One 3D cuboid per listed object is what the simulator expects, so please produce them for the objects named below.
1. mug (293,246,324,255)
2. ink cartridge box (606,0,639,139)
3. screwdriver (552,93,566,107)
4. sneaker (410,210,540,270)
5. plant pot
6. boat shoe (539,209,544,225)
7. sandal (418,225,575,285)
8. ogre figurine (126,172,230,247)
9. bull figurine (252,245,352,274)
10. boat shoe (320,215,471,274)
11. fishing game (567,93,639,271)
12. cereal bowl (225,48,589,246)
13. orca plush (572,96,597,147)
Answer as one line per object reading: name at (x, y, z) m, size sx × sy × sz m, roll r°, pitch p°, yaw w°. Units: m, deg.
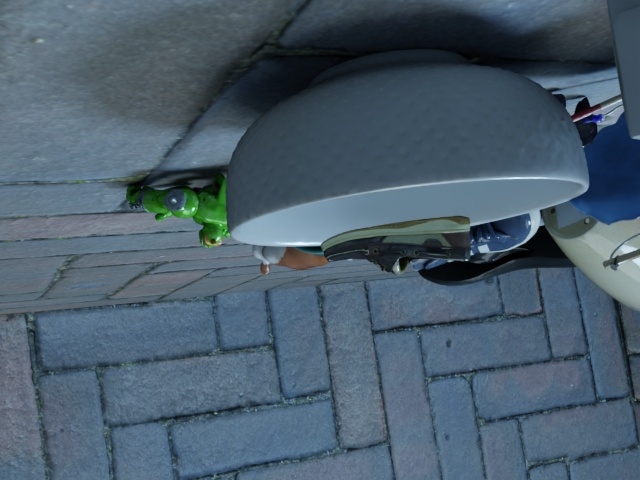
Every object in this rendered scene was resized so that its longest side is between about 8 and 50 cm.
mug at (0.002, -0.055, 1.108) m, size 0.129 × 0.157 × 0.097 m, roll -35°, pitch 166°, yaw 13°
ink cartridge box at (0.327, -0.146, 0.643) m, size 0.176 × 0.127 × 0.128 m, roll 1°, pitch 170°, yaw -44°
screwdriver at (0.197, -0.147, 0.949) m, size 0.170 × 0.024 × 0.025 m, roll -4°, pitch 145°, yaw 26°
sneaker at (0.231, -0.011, 1.465) m, size 0.148 × 0.131 × 0.350 m, roll -27°, pitch -177°, yaw -31°
plant pot at (0.525, -0.024, 1.449) m, size 0.274 × 0.256 × 0.257 m, roll 18°, pitch 158°, yaw -36°
boat shoe at (0.381, -0.062, 1.544) m, size 0.065 × 0.083 × 0.183 m, roll -13°, pitch 178°, yaw 37°
sandal at (0.403, -0.009, 1.800) m, size 0.446 × 0.167 × 0.107 m, roll -11°, pitch 136°, yaw 33°
ogre figurine at (-0.154, -0.043, 1.115) m, size 0.197 × 0.096 × 0.118 m, roll 32°, pitch 170°, yaw -22°
bull figurine at (-0.004, -0.001, 1.553) m, size 0.189 × 0.101 × 0.310 m, roll -8°, pitch 176°, yaw -25°
boat shoe at (0.071, 0.009, 0.796) m, size 0.152 × 0.049 × 0.056 m, roll -10°, pitch 173°, yaw 28°
fishing game at (0.334, -0.077, 0.807) m, size 0.189 × 0.264 × 0.041 m, roll -25°, pitch 122°, yaw 19°
cereal bowl at (0.073, -0.088, 0.788) m, size 0.339 × 0.141 × 0.339 m, roll -7°, pitch 172°, yaw -1°
orca plush at (0.206, -0.118, 1.043) m, size 0.287 × 0.102 × 0.151 m, roll -25°, pitch 119°, yaw 36°
